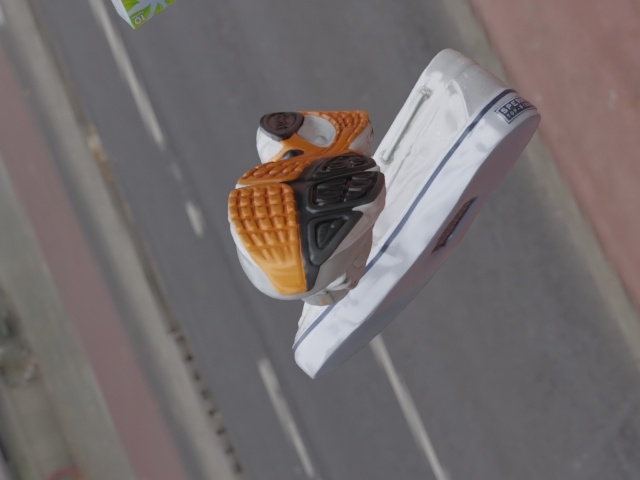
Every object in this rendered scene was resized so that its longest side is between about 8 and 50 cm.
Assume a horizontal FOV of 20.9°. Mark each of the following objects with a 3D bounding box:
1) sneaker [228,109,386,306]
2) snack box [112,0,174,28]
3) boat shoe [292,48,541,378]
[{"bbox_3d":[0.000,0.000,1.143,0.262,0.099,0.121,-74,-20,-69],"label":"sneaker"},{"bbox_3d":[-0.149,-0.286,1.685,0.037,0.141,0.100,42,163,39],"label":"snack box"},{"bbox_3d":[0.047,-0.034,1.640,0.156,0.136,0.367,45,127,15],"label":"boat shoe"}]
